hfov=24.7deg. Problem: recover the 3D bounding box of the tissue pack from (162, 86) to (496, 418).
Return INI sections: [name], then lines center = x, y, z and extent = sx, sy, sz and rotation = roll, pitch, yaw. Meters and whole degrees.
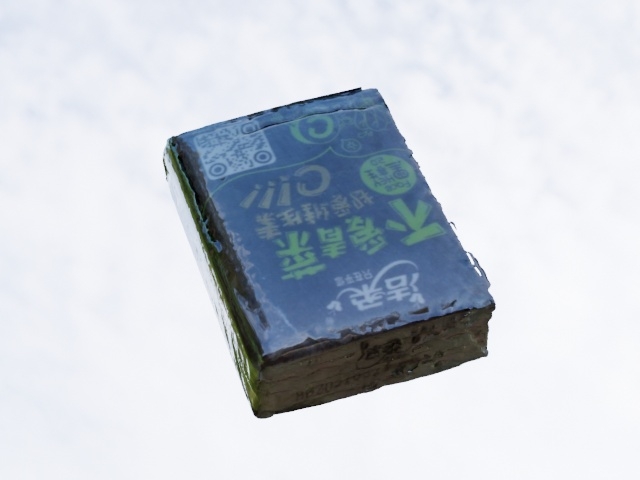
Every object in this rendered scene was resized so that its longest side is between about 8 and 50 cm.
[tissue pack]
center = 0.000, 0.000, 1.027
extent = 0.173, 0.235, 0.073
rotation = -15, -40, -12
